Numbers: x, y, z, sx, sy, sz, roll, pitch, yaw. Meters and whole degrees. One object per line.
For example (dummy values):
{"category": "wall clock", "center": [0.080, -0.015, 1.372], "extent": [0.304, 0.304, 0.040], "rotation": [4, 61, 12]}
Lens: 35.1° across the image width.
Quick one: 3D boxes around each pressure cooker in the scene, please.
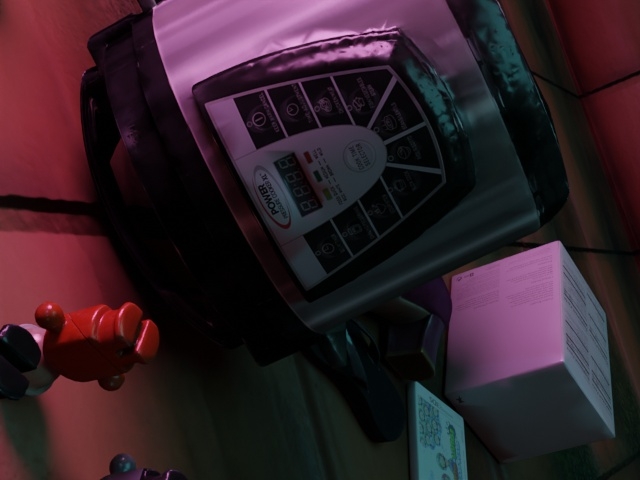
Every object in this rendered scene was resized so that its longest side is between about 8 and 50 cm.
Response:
{"category": "pressure cooker", "center": [-0.013, -0.094, 0.993], "extent": [0.375, 0.421, 0.369], "rotation": [55, 12, -56]}

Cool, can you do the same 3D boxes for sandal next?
{"category": "sandal", "center": [0.047, 0.148, 1.283], "extent": [0.254, 0.054, 0.097], "rotation": [54, 40, -25]}

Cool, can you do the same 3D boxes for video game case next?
{"category": "video game case", "center": [0.169, 0.298, 1.444], "extent": [0.143, 0.019, 0.157], "rotation": [41, 38, -41]}

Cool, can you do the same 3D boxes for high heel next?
{"category": "high heel", "center": [0.086, 0.019, 1.361], "extent": [0.377, 0.127, 0.181], "rotation": [66, 27, -45]}

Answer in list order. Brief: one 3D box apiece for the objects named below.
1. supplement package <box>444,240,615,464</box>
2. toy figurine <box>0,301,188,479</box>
{"category": "supplement package", "center": [0.337, 0.181, 1.630], "extent": [0.198, 0.199, 0.262], "rotation": [51, 32, -31]}
{"category": "toy figurine", "center": [-0.216, 0.155, 0.747], "extent": [0.213, 0.148, 0.209], "rotation": [-11, 86, -64]}
